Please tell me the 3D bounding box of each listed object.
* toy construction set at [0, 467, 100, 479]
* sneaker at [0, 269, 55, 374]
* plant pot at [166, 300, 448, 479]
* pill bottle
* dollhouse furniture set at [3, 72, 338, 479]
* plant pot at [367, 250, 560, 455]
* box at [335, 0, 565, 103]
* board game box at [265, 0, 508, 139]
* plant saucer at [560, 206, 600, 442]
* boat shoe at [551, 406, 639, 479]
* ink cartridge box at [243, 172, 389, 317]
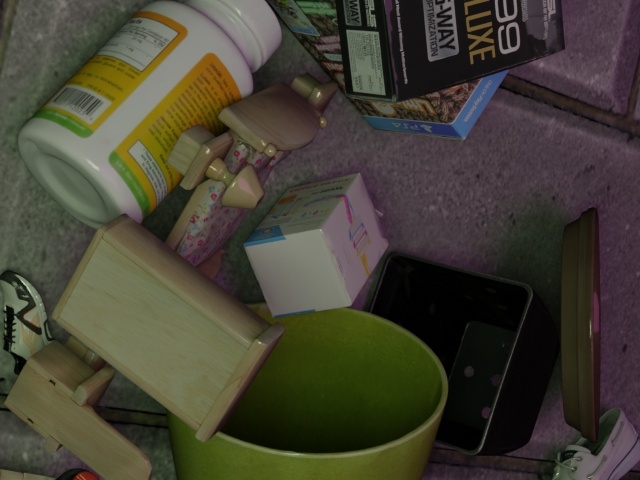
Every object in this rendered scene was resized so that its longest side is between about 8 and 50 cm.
[{"bbox_3d":[-0.283,0.305,1.403,0.328,0.151,0.215,27,45,-39],"label":"toy construction set"},{"bbox_3d":[-0.273,0.079,1.467,0.044,0.040,0.109,-31,117,-31],"label":"sneaker"},{"bbox_3d":[-0.025,0.253,1.596,0.275,0.275,0.293,-19,126,-37],"label":"plant pot"},{"bbox_3d":[-0.148,-0.133,1.470,0.245,0.136,0.136,-49,126,-23],"label":"pill bottle"},{"bbox_3d":[-0.079,0.040,1.484,0.303,0.174,0.355,-57,170,27],"label":"dollhouse furniture set"},{"bbox_3d":[0.163,0.138,1.773,0.167,0.188,0.187,27,80,-53],"label":"plant pot"},{"bbox_3d":[0.116,-0.305,1.519,0.242,0.076,0.307,-19,110,-37],"label":"box"},{"bbox_3d":[0.083,-0.285,1.641,0.291,0.141,0.232,46,68,-36],"label":"board game box"},{"bbox_3d":[0.308,0.099,1.887,0.278,0.041,0.277,-1,90,-79],"label":"plant saucer"},{"bbox_3d":[0.322,0.291,2.011,0.226,0.083,0.075,-39,110,-43],"label":"boat shoe"},{"bbox_3d":[0.000,0.000,1.629,0.090,0.092,0.143,68,29,-22],"label":"ink cartridge box"}]
